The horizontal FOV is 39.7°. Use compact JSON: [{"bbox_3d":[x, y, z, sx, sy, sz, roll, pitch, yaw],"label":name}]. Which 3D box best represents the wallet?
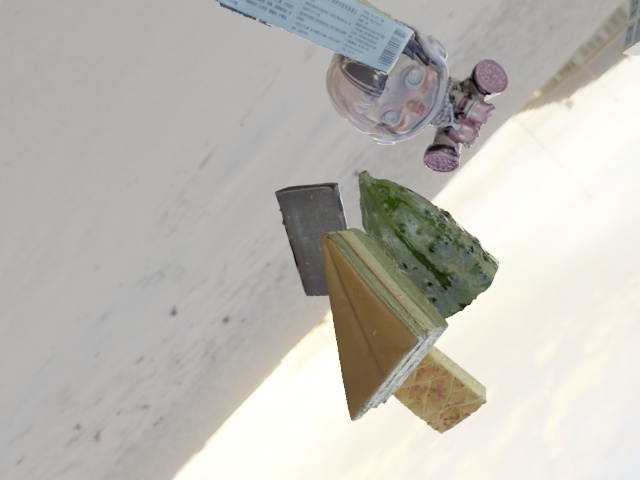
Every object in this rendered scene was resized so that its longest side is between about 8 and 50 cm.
[{"bbox_3d":[0.000,0.000,1.631,0.121,0.232,0.031,-3,-152,23],"label":"wallet"}]

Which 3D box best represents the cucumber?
[{"bbox_3d":[0.136,-0.006,1.261,0.134,0.244,0.134,-42,-173,6],"label":"cucumber"}]

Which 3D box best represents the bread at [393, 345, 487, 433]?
[{"bbox_3d":[0.210,0.277,1.705,0.125,0.188,0.068,-46,-171,26],"label":"bread"}]

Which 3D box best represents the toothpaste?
[{"bbox_3d":[-0.015,-0.254,0.947,0.336,0.081,0.067,5,121,-58],"label":"toothpaste"}]

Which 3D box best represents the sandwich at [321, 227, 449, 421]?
[{"bbox_3d":[0.044,0.099,1.095,0.144,0.187,0.117,-48,162,23],"label":"sandwich"}]

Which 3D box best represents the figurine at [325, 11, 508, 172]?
[{"bbox_3d":[0.174,-0.301,1.811,0.253,0.361,0.211,-67,-154,10],"label":"figurine"}]

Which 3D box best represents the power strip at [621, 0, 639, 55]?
[{"bbox_3d":[0.454,-0.305,1.188,0.192,0.035,0.081,101,2,-89],"label":"power strip"}]
